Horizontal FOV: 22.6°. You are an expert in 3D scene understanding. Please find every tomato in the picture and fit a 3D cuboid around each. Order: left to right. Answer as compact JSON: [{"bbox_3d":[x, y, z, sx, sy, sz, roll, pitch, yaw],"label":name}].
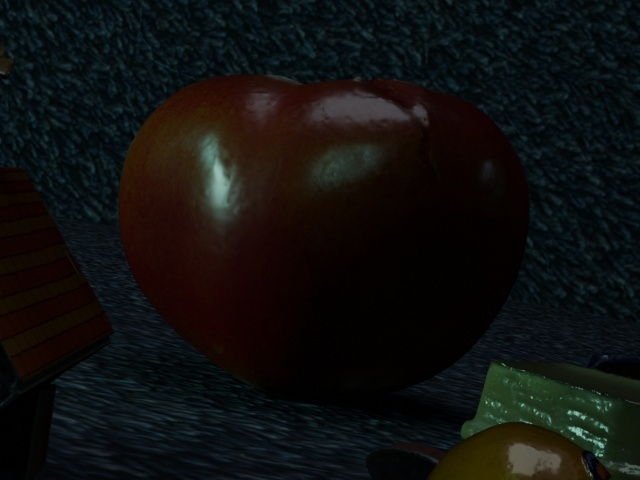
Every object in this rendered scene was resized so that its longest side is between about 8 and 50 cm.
[{"bbox_3d":[0.000,0.000,1.170,0.298,0.226,0.298,3,-1,0],"label":"tomato"}]

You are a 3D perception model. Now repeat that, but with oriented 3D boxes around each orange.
[{"bbox_3d":[0.075,0.111,0.607,0.083,0.084,0.083,10,2,0],"label":"orange"}]

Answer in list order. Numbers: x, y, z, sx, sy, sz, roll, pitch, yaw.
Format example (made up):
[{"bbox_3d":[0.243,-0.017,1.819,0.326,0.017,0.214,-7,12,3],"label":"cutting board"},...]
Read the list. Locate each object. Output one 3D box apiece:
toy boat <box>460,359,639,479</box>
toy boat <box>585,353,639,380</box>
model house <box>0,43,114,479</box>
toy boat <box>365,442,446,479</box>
[{"bbox_3d":[0.194,0.122,1.032,0.188,0.061,0.116,13,3,41],"label":"toy boat"},{"bbox_3d":[0.296,0.135,1.183,0.229,0.080,0.046,11,-32,33],"label":"toy boat"},{"bbox_3d":[-0.169,0.003,0.673,0.154,0.207,0.294,13,3,1],"label":"model house"},{"bbox_3d":[0.092,0.128,0.826,0.096,0.034,0.122,20,7,43],"label":"toy boat"}]
